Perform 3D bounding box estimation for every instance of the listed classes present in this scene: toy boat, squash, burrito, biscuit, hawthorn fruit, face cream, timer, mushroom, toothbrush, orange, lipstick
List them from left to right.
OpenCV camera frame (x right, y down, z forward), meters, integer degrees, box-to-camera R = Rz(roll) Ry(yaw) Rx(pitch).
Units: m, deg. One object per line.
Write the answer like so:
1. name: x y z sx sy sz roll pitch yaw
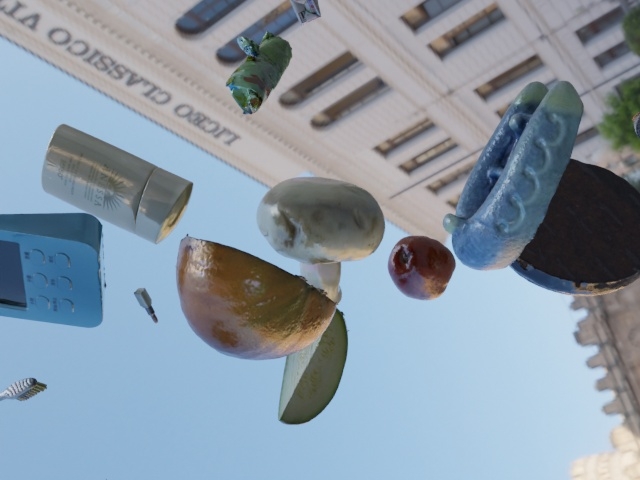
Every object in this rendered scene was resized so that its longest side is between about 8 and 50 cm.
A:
1. toothbrush: -0.591 0.299 1.312 0.037 0.375 0.028 37 -148 -49
2. timer: -0.536 0.061 1.519 0.091 0.249 0.232 -101 15 -48
3. face cream: -0.457 -0.119 1.801 0.348 0.174 0.081 25 -160 12
4. lipstick: -0.436 0.168 2.038 0.025 0.025 0.107 -60 -42 -46
5. orange: -0.125 0.096 1.475 0.274 0.274 0.310 -74 -29 -55
6. burrito: -0.110 -0.306 1.389 0.104 0.054 0.288 50 -151 -18
7. squash: 0.003 0.330 2.027 0.111 0.203 0.289 40 -158 -18
8. mushroom: 0.013 -0.034 1.980 0.356 0.315 0.315 50 -156 -58
9. hawthorn fruit: 0.265 0.067 2.126 0.189 0.189 0.189 42 -147 -35
10. toy boat: 0.296 -0.112 1.309 0.123 0.330 0.215 21 -170 -11
11. biscuit: 0.610 -0.033 1.969 0.091 0.407 0.407 92 175 -51

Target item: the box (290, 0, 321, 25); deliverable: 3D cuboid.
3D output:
1. box: -0.027 -0.386 1.263 0.117 0.036 0.051 -97 -16 -51

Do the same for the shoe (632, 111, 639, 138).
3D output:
1. shoe: 0.599 -0.186 1.296 0.077 0.194 0.074 -76 -10 -75
